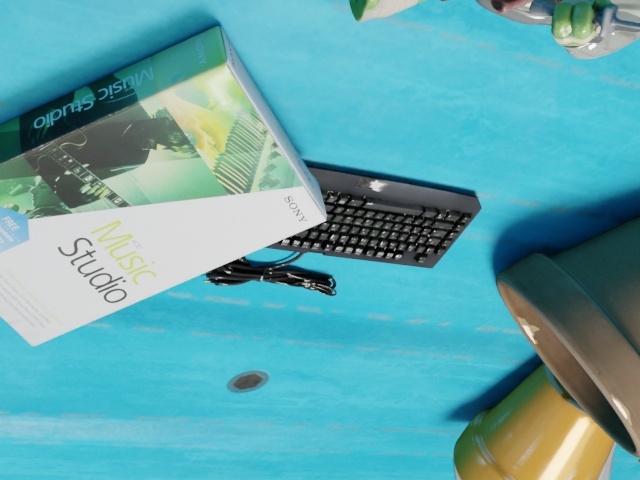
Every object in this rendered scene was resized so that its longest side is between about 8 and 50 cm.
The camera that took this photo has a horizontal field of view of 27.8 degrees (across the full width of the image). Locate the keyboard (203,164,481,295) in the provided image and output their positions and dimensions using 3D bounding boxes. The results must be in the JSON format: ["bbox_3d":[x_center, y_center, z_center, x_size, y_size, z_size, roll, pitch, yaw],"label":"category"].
[{"bbox_3d":[0.000,0.000,1.355,0.317,0.033,0.201,8,140,-33],"label":"keyboard"}]

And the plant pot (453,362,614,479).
[{"bbox_3d":[0.316,0.270,1.778,0.205,0.205,0.188,8,125,-34],"label":"plant pot"}]

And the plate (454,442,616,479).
[{"bbox_3d":[0.354,0.377,2.080,0.277,0.045,0.278,-16,148,-4],"label":"plate"}]

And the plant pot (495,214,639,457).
[{"bbox_3d":[0.367,0.078,1.485,0.229,0.263,0.263,-38,147,-3],"label":"plant pot"}]

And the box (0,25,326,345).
[{"bbox_3d":[-0.182,-0.038,1.163,0.322,0.058,0.232,-24,140,8],"label":"box"}]

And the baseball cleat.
[{"bbox_3d":[0.214,-0.196,1.125,0.206,0.072,0.109,0,151,-18],"label":"baseball cleat"}]

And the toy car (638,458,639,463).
[{"bbox_3d":[0.477,0.203,1.566,0.239,0.053,0.225,-38,174,-1],"label":"toy car"}]

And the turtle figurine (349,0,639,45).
[{"bbox_3d":[0.155,-0.244,0.916,0.266,0.275,0.198,-6,112,-10],"label":"turtle figurine"}]
